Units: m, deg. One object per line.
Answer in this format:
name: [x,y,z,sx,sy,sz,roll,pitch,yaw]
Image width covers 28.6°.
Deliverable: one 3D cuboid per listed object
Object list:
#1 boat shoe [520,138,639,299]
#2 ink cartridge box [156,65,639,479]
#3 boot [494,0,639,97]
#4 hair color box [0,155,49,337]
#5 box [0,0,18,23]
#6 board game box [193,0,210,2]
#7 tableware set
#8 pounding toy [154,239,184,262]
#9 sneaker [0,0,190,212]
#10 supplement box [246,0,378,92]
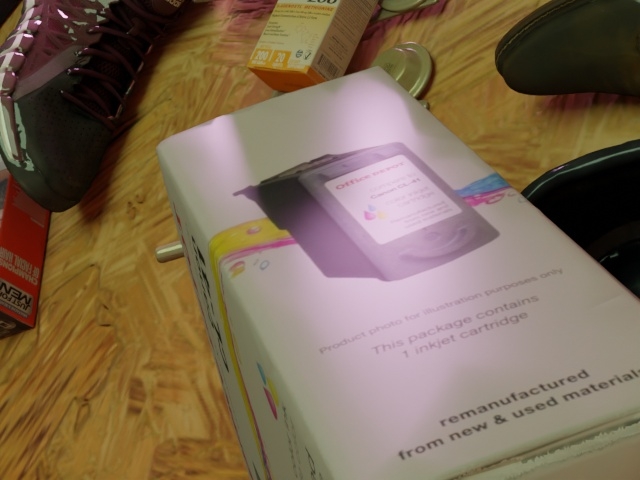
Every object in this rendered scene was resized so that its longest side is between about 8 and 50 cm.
boat shoe: [0.291,0.028,0.485,0.500,0.156,0.187,1,63,37]
ink cartridge box: [0.041,0.089,0.534,0.131,0.226,0.306,-19,29,-11]
boot: [0.192,-0.088,0.686,0.219,0.082,0.106,-9,56,32]
hair color box: [-0.273,0.000,1.022,0.093,0.053,0.167,-19,54,28]
box: [-0.481,-0.263,1.170,0.343,0.312,0.179,-52,44,-1]
board game box: [-0.075,-0.359,0.901,0.097,0.303,0.224,-3,56,9]
tableware set: [0.028,-0.144,0.896,0.141,0.020,0.169,-6,62,37]
pounding toy: [0.000,0.000,0.770,0.141,0.100,0.130,27,82,45]
sneaker: [-0.167,-0.164,1.007,0.162,0.106,0.281,-20,52,24]
supplement box: [-0.002,-0.154,0.886,0.062,0.036,0.098,12,73,42]
